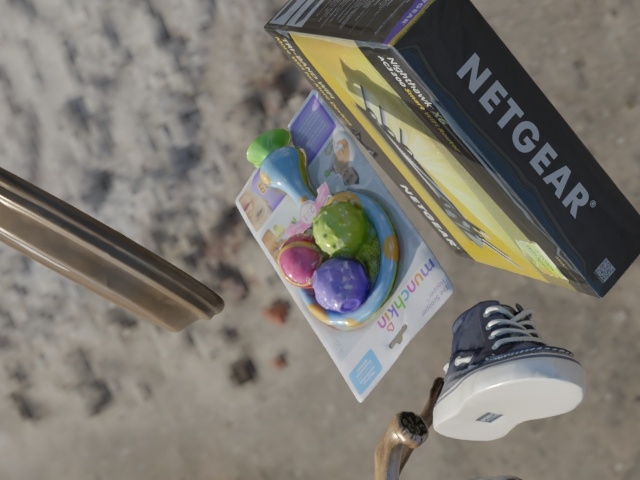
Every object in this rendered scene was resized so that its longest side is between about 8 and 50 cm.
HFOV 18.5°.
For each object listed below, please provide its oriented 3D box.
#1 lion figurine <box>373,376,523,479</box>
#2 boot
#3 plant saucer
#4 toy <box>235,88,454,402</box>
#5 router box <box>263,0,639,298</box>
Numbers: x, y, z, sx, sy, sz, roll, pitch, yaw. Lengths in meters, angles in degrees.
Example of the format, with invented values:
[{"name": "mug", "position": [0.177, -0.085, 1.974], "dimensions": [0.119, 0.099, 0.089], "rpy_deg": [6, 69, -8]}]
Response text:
[{"name": "lion figurine", "position": [0.100, 0.333, 1.650], "dimensions": [0.240, 0.142, 0.392], "rpy_deg": [-58, 33, 40]}, {"name": "boot", "position": [0.123, 0.075, 1.306], "dimensions": [0.190, 0.069, 0.086], "rpy_deg": [142, 138, -66]}, {"name": "plant saucer", "position": [-0.198, -0.006, 1.417], "dimensions": [0.278, 0.041, 0.278], "rpy_deg": [29, 174, 4]}, {"name": "toy", "position": [0.000, 0.000, 1.616], "dimensions": [0.137, 0.056, 0.237], "rpy_deg": [-53, 50, 29]}, {"name": "router box", "position": [0.118, -0.096, 1.713], "dimensions": [0.309, 0.081, 0.243], "rpy_deg": [48, 166, -25]}]
